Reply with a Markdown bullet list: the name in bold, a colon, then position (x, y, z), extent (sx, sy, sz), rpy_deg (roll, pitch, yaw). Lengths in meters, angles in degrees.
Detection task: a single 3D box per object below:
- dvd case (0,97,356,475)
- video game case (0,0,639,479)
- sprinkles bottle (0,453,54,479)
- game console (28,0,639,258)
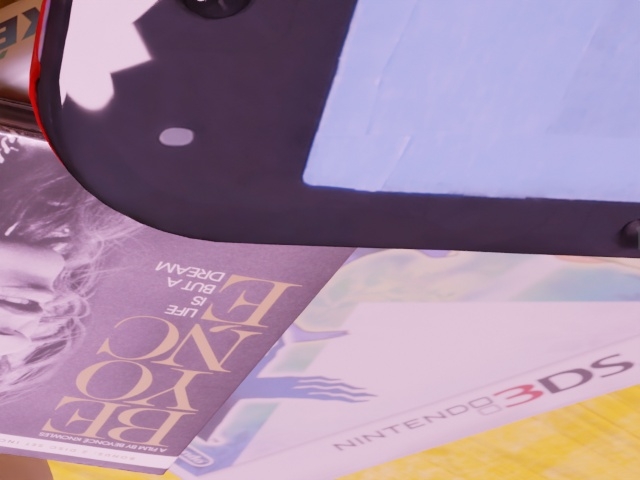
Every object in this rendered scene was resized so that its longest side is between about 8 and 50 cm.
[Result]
- **dvd case**: position (-0.097, 0.027, 0.668), extent (0.164, 0.018, 0.221), rpy_deg (11, 145, -23)
- **video game case**: position (0.000, 0.000, 0.686), extent (0.300, 0.036, 0.329), rpy_deg (-21, 143, 24)
- **sprinkles bottle**: position (-0.285, 0.105, 0.720), extent (0.355, 0.121, 0.121), rpy_deg (17, 142, -35)
- **game console**: position (0.133, -0.116, 0.455), extent (0.386, 0.060, 0.342), rpy_deg (2, 142, -17)
